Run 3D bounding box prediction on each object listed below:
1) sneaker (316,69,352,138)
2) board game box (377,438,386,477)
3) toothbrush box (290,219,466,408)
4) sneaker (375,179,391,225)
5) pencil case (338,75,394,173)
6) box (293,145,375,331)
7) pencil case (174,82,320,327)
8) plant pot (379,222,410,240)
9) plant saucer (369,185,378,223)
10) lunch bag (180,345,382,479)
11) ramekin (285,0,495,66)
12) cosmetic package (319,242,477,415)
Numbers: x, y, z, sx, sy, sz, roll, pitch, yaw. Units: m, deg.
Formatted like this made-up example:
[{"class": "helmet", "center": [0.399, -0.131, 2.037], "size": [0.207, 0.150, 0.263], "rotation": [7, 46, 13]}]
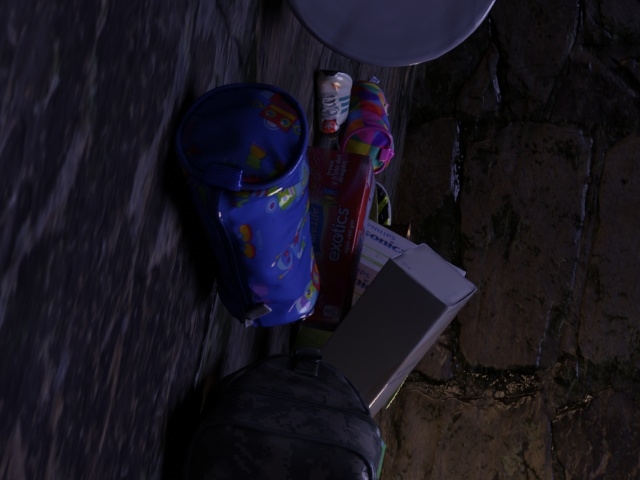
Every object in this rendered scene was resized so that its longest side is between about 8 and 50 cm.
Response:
[{"class": "sneaker", "center": [0.021, -0.221, 1.529], "size": [0.161, 0.057, 0.075], "rotation": [82, 13, -74]}, {"class": "board game box", "center": [0.016, 0.508, 1.856], "size": [0.046, 0.213, 0.317], "rotation": [58, 15, -6]}, {"class": "toothbrush box", "center": [0.095, 0.130, 1.632], "size": [0.122, 0.206, 0.283], "rotation": [-55, 173, -50]}, {"class": "sneaker", "center": [0.110, 0.042, 2.157], "size": [0.147, 0.145, 0.384], "rotation": [-55, 154, -71]}, {"class": "pencil case", "center": [0.081, -0.207, 1.656], "size": [0.236, 0.104, 0.104], "rotation": [-88, -178, -58]}, {"class": "box", "center": [0.000, 0.000, 1.397], "size": [0.128, 0.123, 0.256], "rotation": [63, 37, -75]}, {"class": "pencil case", "center": [-0.065, -0.019, 0.935], "size": [0.306, 0.119, 0.133], "rotation": [86, 18, -58]}, {"class": "plant pot", "center": [0.101, 0.031, 1.995], "size": [0.167, 0.165, 0.167], "rotation": [10, 90, -82]}, {"class": "plant saucer", "center": [0.064, -0.071, 1.834], "size": [0.241, 0.037, 0.241], "rotation": [177, -90, -77]}, {"class": "lunch bag", "center": [-0.050, 0.303, 1.083], "size": [0.256, 0.213, 0.305], "rotation": [-60, 161, -75]}, {"class": "ramekin", "center": [0.077, -0.344, 1.098], "size": [0.127, 0.273, 0.272], "rotation": [-102, -161, -78]}, {"class": "cosmetic package", "center": [0.082, 0.163, 1.375], "size": [0.309, 0.113, 0.160], "rotation": [-54, 165, 22]}]
